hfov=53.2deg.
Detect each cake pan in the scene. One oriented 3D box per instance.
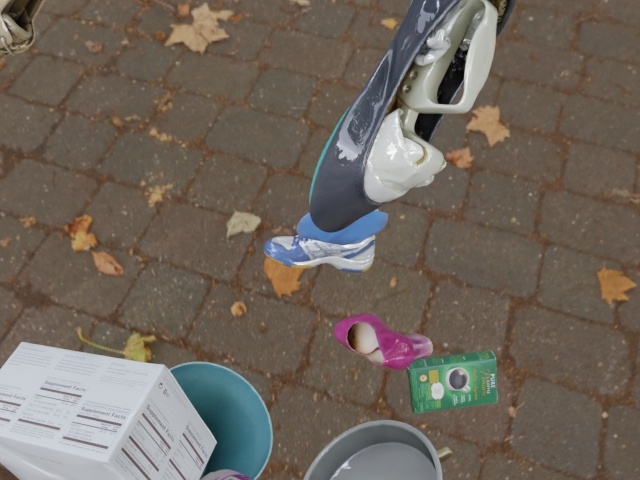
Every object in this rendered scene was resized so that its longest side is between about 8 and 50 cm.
[{"bbox_3d":[0.093,0.468,1.166,0.293,0.054,0.293,-23,34,17],"label":"cake pan"}]

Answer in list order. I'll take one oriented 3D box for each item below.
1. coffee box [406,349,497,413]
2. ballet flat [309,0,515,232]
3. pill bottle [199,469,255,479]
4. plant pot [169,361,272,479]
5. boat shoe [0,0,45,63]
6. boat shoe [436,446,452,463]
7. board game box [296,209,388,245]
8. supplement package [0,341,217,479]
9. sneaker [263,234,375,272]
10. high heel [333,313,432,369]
[{"bbox_3d":[0.278,0.298,1.347,0.184,0.113,0.040,-9,19,1],"label":"coffee box"},{"bbox_3d":[0.059,-0.084,0.409,0.074,0.074,0.203,33,103,18],"label":"ballet flat"},{"bbox_3d":[-0.059,0.452,0.901,0.301,0.169,0.169,10,52,37],"label":"pill bottle"},{"bbox_3d":[-0.275,0.438,1.378,0.290,0.195,0.290,21,42,-21],"label":"plant pot"},{"bbox_3d":[-0.588,-0.395,1.165,0.110,0.341,0.121,38,19,5],"label":"boat shoe"},{"bbox_3d":[0.228,0.483,1.421,0.135,0.050,0.045,-31,54,20],"label":"boat shoe"},{"bbox_3d":[0.037,-0.041,1.176,0.168,0.133,0.033,11,57,-33],"label":"board game box"},{"bbox_3d":[-0.318,0.274,0.905,0.261,0.204,0.145,4,46,24],"label":"supplement package"},{"bbox_3d":[0.000,0.000,1.692,0.296,0.131,0.112,3,33,-10],"label":"sneaker"},{"bbox_3d":[0.079,0.189,1.169,0.117,0.082,0.244,-5,11,-39],"label":"high heel"}]
